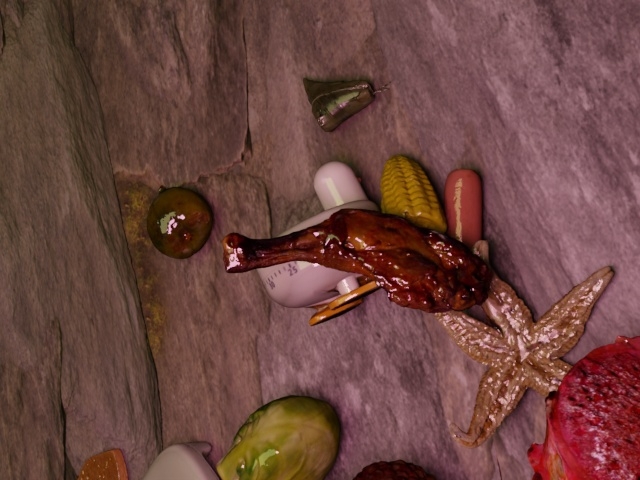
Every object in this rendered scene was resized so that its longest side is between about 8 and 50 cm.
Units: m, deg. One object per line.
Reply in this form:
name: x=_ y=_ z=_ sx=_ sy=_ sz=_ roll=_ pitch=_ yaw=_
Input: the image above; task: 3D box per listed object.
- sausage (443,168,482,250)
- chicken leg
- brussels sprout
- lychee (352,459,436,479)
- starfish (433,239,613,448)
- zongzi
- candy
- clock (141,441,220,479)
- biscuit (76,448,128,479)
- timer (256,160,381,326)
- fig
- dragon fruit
sausage: x=0.228 y=-0.037 z=1.528 sx=0.062 sy=0.062 sz=0.154 roll=-3 pitch=84 yaw=35
chicken leg: x=0.054 y=0.027 z=1.408 sx=0.096 sy=0.407 sz=0.158 roll=109 pitch=167 yaw=-45
brussels sprout: x=-0.063 y=0.353 z=1.610 sx=0.161 sy=0.223 sz=0.223 roll=43 pitch=110 yaw=14
lychee: x=0.116 y=0.463 z=1.459 sx=0.271 sy=0.236 sz=0.236 roll=33 pitch=106 yaw=7
starfish: x=0.298 y=0.167 z=1.433 sx=0.375 sy=0.094 sz=0.327 roll=21 pitch=81 yaw=22
zongzi: x=0.043 y=-0.281 z=1.694 sx=0.154 sy=0.062 sz=0.130 roll=-33 pitch=55 yaw=22
candy: x=0.143 y=-0.071 z=1.553 sx=0.094 sy=0.106 sz=0.199 roll=-23 pitch=40 yaw=13
clock: x=-0.221 y=0.559 z=1.758 sx=0.324 sy=0.109 sz=0.265 roll=43 pitch=108 yaw=29
biscuit: x=-0.457 y=0.529 z=1.974 sx=0.142 sy=0.029 sz=0.220 roll=33 pitch=104 yaw=34
timer: x=0.000 y=0.000 z=1.579 sx=0.233 sy=0.233 sz=0.240 roll=-31 pitch=80 yaw=29
fig: x=-0.298 y=-0.049 z=1.866 sx=0.185 sy=0.127 sz=0.133 roll=32 pitch=117 yaw=29
dragon fruit: x=0.431 y=0.314 z=1.188 sx=0.386 sy=0.371 sz=0.249 roll=-94 pitch=14 yaw=-55
